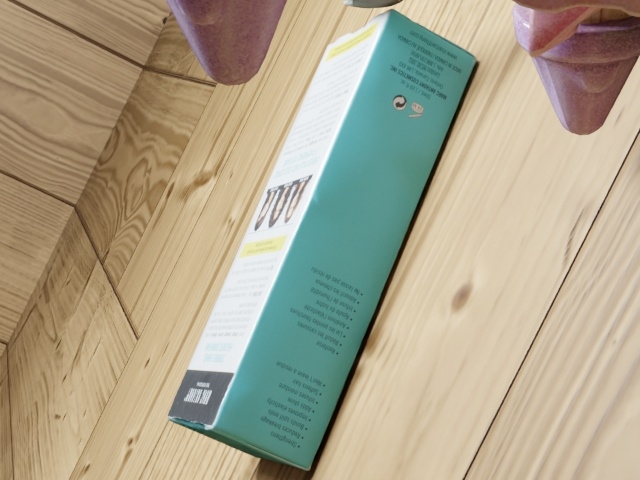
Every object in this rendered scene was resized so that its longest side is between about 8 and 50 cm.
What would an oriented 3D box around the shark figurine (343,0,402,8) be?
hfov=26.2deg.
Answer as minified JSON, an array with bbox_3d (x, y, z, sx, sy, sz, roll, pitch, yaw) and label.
[{"bbox_3d":[0.114,-0.207,0.681,0.116,0.166,0.278,-27,-33,-62],"label":"shark figurine"}]

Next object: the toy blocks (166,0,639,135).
[{"bbox_3d":[0.108,-0.144,0.455,0.288,0.308,0.260,-69,-21,-61],"label":"toy blocks"}]

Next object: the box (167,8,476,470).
[{"bbox_3d":[0.000,0.000,0.761,0.244,0.060,0.100,-67,16,-11],"label":"box"}]
